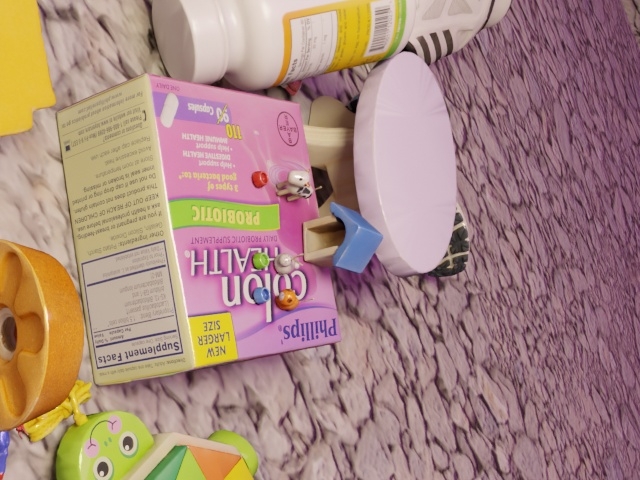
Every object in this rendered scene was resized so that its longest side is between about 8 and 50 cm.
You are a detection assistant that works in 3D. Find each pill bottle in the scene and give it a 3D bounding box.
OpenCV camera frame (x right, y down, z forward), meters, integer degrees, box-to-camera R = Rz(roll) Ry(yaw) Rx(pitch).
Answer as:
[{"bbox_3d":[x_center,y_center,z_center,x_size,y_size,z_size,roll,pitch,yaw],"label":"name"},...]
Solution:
[{"bbox_3d":[-0.038,-0.229,0.920,0.245,0.136,0.136,-19,94,-27],"label":"pill bottle"}]

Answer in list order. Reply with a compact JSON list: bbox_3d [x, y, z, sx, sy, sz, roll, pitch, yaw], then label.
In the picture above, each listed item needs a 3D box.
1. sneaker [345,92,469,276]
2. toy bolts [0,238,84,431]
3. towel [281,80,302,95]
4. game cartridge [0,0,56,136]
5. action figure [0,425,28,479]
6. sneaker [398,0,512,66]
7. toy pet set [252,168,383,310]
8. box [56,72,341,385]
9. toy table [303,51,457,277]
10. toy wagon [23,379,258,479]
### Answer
[{"bbox_3d":[0.133,-0.085,1.207,0.283,0.110,0.122,63,32,-19],"label":"sneaker"},{"bbox_3d":[-0.262,0.063,0.484,0.158,0.218,0.228,1,39,-49],"label":"toy bolts"},{"bbox_3d":[-0.079,-0.274,1.039,0.197,0.029,0.144,36,50,-41],"label":"towel"},{"bbox_3d":[-0.323,-0.208,0.569,0.285,0.052,0.324,-21,108,-48],"label":"game cartridge"},{"bbox_3d":[-0.238,0.135,0.659,0.038,0.030,0.115,9,69,-49],"label":"action figure"},{"bbox_3d":[0.151,-0.397,1.156,0.257,0.169,0.447,-46,150,-28],"label":"sneaker"},{"bbox_3d":[0.000,0.000,0.807,0.114,0.065,0.122,20,63,-51],"label":"toy pet set"},{"bbox_3d":[-0.104,-0.007,0.823,0.213,0.117,0.243,0,79,-56],"label":"box"},{"bbox_3d":[0.042,-0.075,1.022,0.252,0.161,0.274,50,41,-33],"label":"toy table"},{"bbox_3d":[-0.125,0.269,0.737,0.267,0.068,0.344,-45,116,-52],"label":"toy wagon"}]
